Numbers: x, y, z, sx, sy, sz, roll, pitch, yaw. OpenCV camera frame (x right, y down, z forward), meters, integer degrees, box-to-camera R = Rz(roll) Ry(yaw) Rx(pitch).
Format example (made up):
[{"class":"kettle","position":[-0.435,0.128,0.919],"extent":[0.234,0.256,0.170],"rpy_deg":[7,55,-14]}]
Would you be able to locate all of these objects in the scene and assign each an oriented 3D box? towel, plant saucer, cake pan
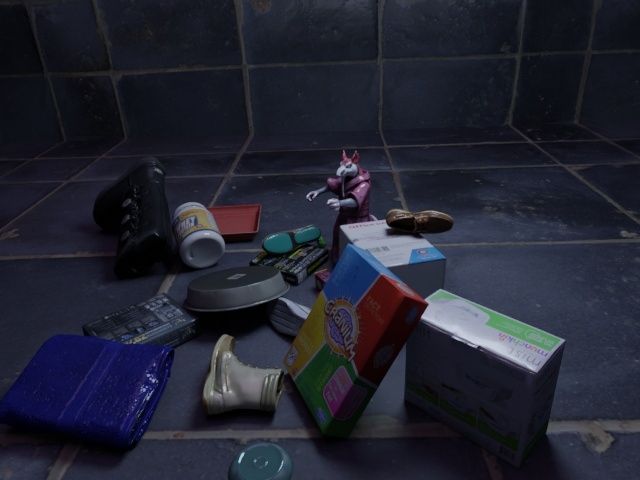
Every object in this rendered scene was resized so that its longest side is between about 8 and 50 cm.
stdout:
[{"class":"towel","position":[-0.486,0.313,1.069],"extent":[0.308,0.076,0.228],"rpy_deg":[5,41,11]},{"class":"plant saucer","position":[-0.110,0.413,0.925],"extent":[0.119,0.021,0.119],"rpy_deg":[-3,26,1]},{"class":"cake pan","position":[-0.233,0.126,1.389],"extent":[0.293,0.054,0.293],"rpy_deg":[-7,10,1]},{"class":"plant saucer","position":[-0.352,-0.059,1.874],"extent":[0.259,0.048,0.258],"rpy_deg":[-4,26,-2]}]

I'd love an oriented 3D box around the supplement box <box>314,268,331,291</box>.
[{"class":"supplement box","position":[0.021,0.127,1.455],"extent":[0.043,0.055,0.083],"rpy_deg":[-17,29,-24]}]

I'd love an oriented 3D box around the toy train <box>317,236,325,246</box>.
[{"class":"toy train","position":[0.000,0.000,1.756],"extent":[0.023,0.017,0.083],"rpy_deg":[2,25,-14]}]

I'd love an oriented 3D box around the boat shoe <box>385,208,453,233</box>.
[{"class":"boat shoe","position":[0.260,-0.043,1.332],"extent":[0.178,0.064,0.060],"rpy_deg":[6,27,10]}]

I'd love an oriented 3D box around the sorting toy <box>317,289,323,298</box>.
[{"class":"sorting toy","position":[0.030,0.177,1.379],"extent":[0.061,0.042,0.102],"rpy_deg":[-23,41,-6]}]

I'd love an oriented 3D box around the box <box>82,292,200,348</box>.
[{"class":"box","position":[-0.455,0.230,1.285],"extent":[0.232,0.059,0.183],"rpy_deg":[-24,33,-38]}]

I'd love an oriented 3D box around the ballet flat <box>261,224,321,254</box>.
[{"class":"ballet flat","position":[-0.098,0.001,1.627],"extent":[0.213,0.072,0.068],"rpy_deg":[-16,1,-26]}]

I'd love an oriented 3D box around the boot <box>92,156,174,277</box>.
[{"class":"boot","position":[-0.655,-0.037,1.725],"extent":[0.146,0.367,0.445],"rpy_deg":[27,29,-41]}]

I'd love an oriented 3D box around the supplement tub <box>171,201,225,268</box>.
[{"class":"supplement tub","position":[-0.405,-0.021,1.648],"extent":[0.144,0.144,0.200],"rpy_deg":[-13,42,-20]}]

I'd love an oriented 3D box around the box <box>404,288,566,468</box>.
[{"class":"box","position":[0.300,0.255,0.972],"extent":[0.127,0.231,0.262],"rpy_deg":[-25,34,-38]}]

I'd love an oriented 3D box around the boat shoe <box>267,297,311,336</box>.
[{"class":"boat shoe","position":[-0.049,0.211,1.288],"extent":[0.076,0.083,0.226],"rpy_deg":[12,10,-43]}]

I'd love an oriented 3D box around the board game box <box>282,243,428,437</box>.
[{"class":"board game box","position":[0.057,0.196,1.039],"extent":[0.064,0.316,0.242],"rpy_deg":[22,12,-32]}]

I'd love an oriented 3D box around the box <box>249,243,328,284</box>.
[{"class":"box","position":[-0.098,0.063,1.609],"extent":[0.184,0.045,0.190],"rpy_deg":[11,30,29]}]

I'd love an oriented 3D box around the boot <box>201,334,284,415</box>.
[{"class":"boot","position":[-0.162,0.292,1.114],"extent":[0.165,0.077,0.213],"rpy_deg":[-2,31,2]}]

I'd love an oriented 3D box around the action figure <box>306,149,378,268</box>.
[{"class":"action figure","position":[0.114,-0.096,1.543],"extent":[0.275,0.370,0.248],"rpy_deg":[-6,29,-15]}]

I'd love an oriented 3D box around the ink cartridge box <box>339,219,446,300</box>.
[{"class":"ink cartridge box","position":[0.182,0.084,1.362],"extent":[0.198,0.197,0.270],"rpy_deg":[-8,26,-13]}]
